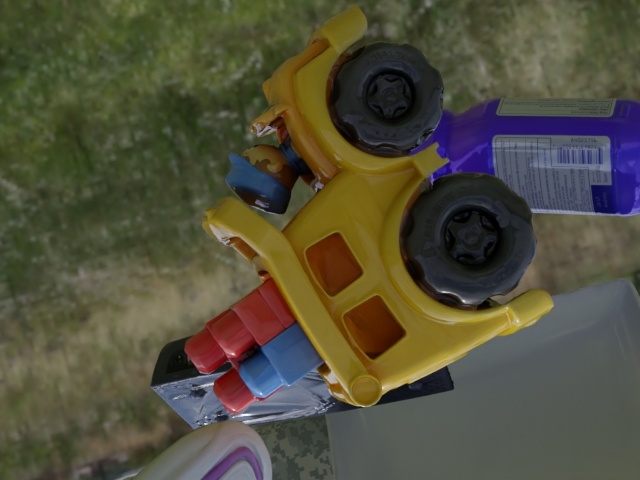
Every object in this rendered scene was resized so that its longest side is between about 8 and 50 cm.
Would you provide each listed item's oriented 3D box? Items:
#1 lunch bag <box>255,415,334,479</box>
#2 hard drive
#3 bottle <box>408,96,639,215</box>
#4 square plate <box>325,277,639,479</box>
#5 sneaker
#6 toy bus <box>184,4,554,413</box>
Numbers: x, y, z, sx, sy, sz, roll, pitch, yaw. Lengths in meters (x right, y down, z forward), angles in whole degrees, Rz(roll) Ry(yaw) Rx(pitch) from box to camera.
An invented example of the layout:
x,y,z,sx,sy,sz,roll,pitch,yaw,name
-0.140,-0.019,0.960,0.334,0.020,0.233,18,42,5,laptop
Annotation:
x,y,z,sx,sy,sz,roll,pitch,yaw,name
0.030,0.374,1.760,0.256,0.305,0.212,-5,144,-13,lunch bag
-0.013,0.116,1.211,0.255,0.054,0.172,-11,155,8,hard drive
0.194,-0.086,1.341,0.283,0.118,0.092,2,-139,21,bottle
0.179,0.191,1.273,0.344,0.049,0.347,-17,-148,6,square plate
-0.150,0.207,0.919,0.114,0.152,0.305,11,129,-42,sneaker
0.000,0.000,0.809,0.211,0.220,0.149,-32,180,-6,toy bus
